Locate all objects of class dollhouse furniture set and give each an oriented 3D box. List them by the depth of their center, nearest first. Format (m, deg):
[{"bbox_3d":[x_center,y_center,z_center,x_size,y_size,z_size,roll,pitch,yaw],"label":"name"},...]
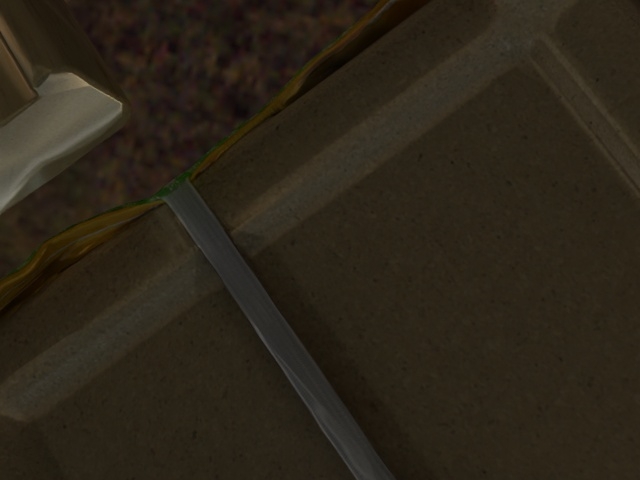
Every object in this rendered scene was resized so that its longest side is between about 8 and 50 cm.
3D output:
[{"bbox_3d":[0.000,0.000,0.460,0.197,0.301,0.151,-36,157,4],"label":"dollhouse furniture set"}]
